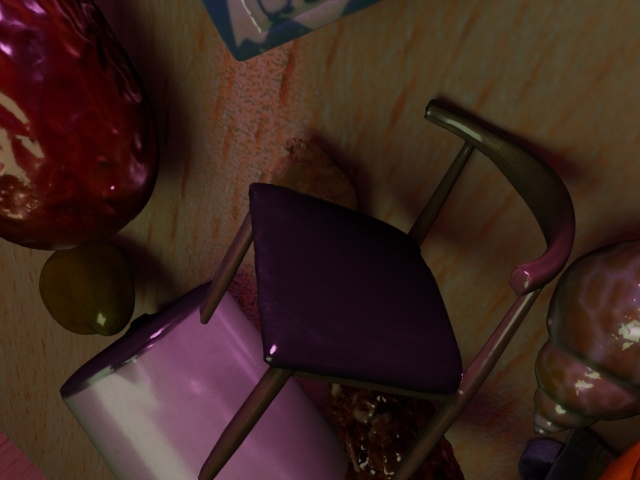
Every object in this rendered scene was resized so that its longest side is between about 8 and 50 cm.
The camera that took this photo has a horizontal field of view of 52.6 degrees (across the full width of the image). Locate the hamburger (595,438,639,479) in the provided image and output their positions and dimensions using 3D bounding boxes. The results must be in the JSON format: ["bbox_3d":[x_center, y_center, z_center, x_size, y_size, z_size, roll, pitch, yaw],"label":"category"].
[{"bbox_3d":[0.191,0.198,0.314,0.170,0.290,0.314,44,180,22],"label":"hamburger"}]

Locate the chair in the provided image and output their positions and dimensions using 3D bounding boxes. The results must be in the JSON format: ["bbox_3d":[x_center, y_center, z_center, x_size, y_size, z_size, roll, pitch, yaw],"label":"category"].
[{"bbox_3d":[0.026,0.038,0.460,0.166,0.188,0.272,16,126,-23],"label":"chair"}]

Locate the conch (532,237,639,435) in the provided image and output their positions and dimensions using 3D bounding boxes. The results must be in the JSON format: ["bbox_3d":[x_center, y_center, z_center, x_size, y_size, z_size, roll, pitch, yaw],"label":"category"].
[{"bbox_3d":[0.212,0.055,0.418,0.173,0.106,0.116,-10,134,31],"label":"conch"}]

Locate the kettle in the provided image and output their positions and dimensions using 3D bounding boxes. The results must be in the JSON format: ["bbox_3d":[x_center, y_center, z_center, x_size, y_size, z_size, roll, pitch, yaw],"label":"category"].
[{"bbox_3d":[-0.120,0.256,0.822,0.376,0.250,0.361,56,169,-6],"label":"kettle"}]

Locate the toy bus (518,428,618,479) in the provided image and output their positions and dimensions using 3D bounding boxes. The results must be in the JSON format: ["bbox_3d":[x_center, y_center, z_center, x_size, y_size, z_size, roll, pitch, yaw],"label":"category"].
[{"bbox_3d":[0.212,0.334,0.607,0.190,0.152,0.312,35,139,16],"label":"toy bus"}]

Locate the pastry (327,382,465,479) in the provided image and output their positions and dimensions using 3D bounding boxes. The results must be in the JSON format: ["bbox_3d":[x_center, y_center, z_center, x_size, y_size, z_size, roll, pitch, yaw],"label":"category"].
[{"bbox_3d":[0.070,0.193,0.602,0.115,0.208,0.097,24,117,-32],"label":"pastry"}]

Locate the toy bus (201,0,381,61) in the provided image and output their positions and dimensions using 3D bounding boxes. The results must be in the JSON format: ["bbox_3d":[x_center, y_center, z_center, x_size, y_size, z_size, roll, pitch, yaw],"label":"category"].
[{"bbox_3d":[0.061,-0.188,0.328,0.297,0.131,0.106,-5,118,47],"label":"toy bus"}]

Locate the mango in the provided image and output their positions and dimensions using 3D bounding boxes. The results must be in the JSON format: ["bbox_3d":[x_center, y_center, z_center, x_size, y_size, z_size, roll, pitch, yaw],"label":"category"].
[{"bbox_3d":[-0.314,0.066,0.889,0.227,0.099,0.136,13,92,52],"label":"mango"}]

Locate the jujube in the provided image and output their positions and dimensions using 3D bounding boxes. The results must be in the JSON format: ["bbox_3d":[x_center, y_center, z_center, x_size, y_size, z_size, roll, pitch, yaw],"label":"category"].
[{"bbox_3d":[-0.289,-0.146,0.636,0.223,0.223,0.318,-3,116,44],"label":"jujube"}]

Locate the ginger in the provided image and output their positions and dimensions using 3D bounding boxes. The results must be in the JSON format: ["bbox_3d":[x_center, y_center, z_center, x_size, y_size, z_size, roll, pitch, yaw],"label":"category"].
[{"bbox_3d":[-0.001,-0.001,0.591,0.095,0.069,0.190,32,142,47],"label":"ginger"}]
